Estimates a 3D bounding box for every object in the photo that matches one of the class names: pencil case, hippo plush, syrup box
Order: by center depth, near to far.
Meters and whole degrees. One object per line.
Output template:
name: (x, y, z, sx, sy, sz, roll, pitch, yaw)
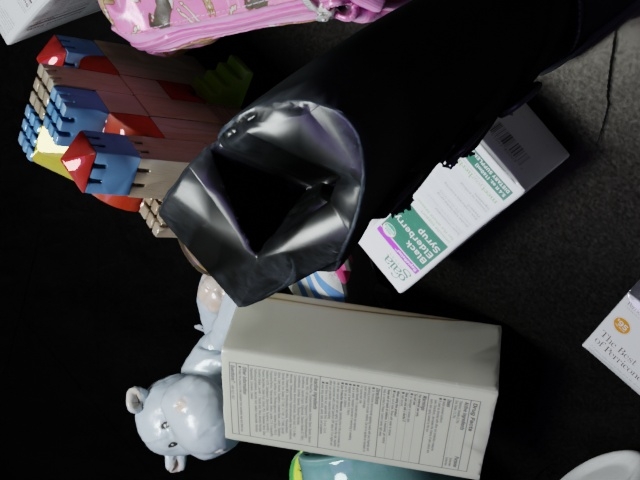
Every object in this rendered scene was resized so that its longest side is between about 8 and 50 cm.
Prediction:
pencil case: (-0.071, -0.285, 1.004, 0.386, 0.167, 0.160, 3, 117, 46)
syrup box: (0.137, -0.046, 1.018, 0.093, 0.096, 0.237, 51, 141, 5)
hippo plush: (-0.168, 0.186, 1.395, 0.294, 0.236, 0.234, -4, 114, 48)

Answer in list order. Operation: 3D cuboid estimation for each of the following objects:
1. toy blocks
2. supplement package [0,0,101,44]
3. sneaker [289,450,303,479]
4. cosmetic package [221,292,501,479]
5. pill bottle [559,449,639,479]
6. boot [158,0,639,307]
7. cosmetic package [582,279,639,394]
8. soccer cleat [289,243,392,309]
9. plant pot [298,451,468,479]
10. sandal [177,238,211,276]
toy blocks: (-0.216, -0.125, 1.123, 0.381, 0.261, 0.191, 50, 126, 42)
supplement package: (-0.336, -0.406, 1.169, 0.145, 0.204, 0.262, -22, 100, 50)
sneaker: (0.002, 0.452, 1.514, 0.123, 0.109, 0.296, 1, 118, 42)
cosmetic package: (0.046, 0.167, 1.142, 0.309, 0.113, 0.160, 8, 130, 6)
pill bottle: (0.352, 0.355, 1.053, 0.131, 0.131, 0.229, -27, 96, 52)
boot: (0.118, -0.167, 0.663, 0.146, 0.445, 0.367, 47, 141, 11)
cosmetic package: (0.376, 0.142, 0.930, 0.239, 0.060, 0.099, 42, 139, 16)
soccer cleat: (0.000, 0.000, 1.176, 0.143, 0.116, 0.331, 15, 128, 33)
plant pot: (0.093, 0.371, 1.256, 0.271, 0.271, 0.255, -17, 88, 51)
sandal: (-0.190, -0.051, 1.374, 0.060, 0.090, 0.219, -32, 89, 34)
